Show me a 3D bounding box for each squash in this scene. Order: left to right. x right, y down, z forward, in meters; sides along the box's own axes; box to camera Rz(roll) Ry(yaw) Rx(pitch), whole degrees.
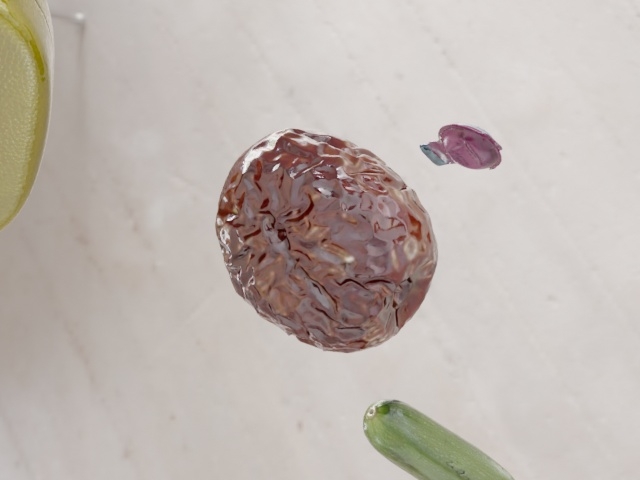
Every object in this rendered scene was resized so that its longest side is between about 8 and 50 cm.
[{"bbox_3d":[0.138,0.248,1.757,0.069,0.239,0.069,-38,32,30],"label":"squash"}]

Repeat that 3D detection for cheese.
[{"bbox_3d":[0.186,-0.121,2.071,0.145,0.095,0.038,-9,45,56],"label":"cheese"}]

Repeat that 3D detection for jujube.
[{"bbox_3d":[0.000,0.000,1.657,0.232,0.213,0.213,34,113,23],"label":"jujube"}]

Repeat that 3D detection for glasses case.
[{"bbox_3d":[-0.380,-0.159,1.704,0.141,0.173,0.371,-97,19,-45],"label":"glasses case"}]
